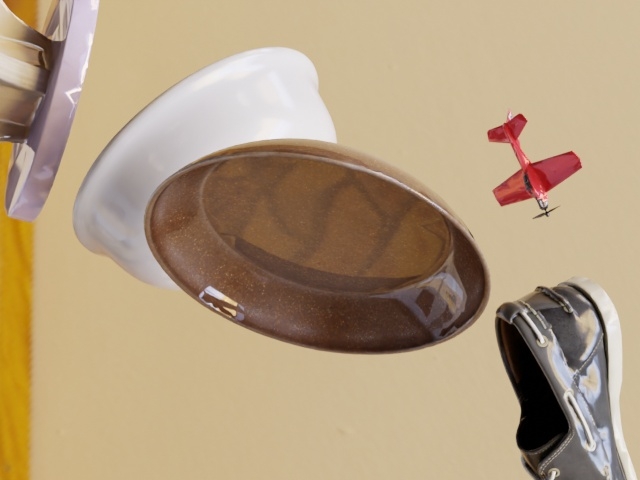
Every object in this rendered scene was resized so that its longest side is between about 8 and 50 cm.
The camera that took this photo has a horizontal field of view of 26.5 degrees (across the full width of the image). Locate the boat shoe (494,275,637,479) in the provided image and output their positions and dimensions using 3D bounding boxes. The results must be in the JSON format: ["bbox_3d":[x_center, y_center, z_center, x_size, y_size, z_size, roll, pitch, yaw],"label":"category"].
[{"bbox_3d":[0.167,0.145,0.947,0.084,0.079,0.233,10,-67,58],"label":"boat shoe"}]

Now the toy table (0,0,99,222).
[{"bbox_3d":[-0.337,-0.169,1.382,0.252,0.161,0.274,-29,-129,61],"label":"toy table"}]

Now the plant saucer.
[{"bbox_3d":[0.000,0.000,0.772,0.199,0.198,0.036,-7,-128,29],"label":"plant saucer"}]

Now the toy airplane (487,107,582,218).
[{"bbox_3d":[0.264,-0.100,1.745,0.151,0.028,0.151,15,-69,43],"label":"toy airplane"}]

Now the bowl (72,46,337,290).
[{"bbox_3d":[-0.088,-0.042,1.362,0.298,0.298,0.134,-41,-110,5],"label":"bowl"}]
